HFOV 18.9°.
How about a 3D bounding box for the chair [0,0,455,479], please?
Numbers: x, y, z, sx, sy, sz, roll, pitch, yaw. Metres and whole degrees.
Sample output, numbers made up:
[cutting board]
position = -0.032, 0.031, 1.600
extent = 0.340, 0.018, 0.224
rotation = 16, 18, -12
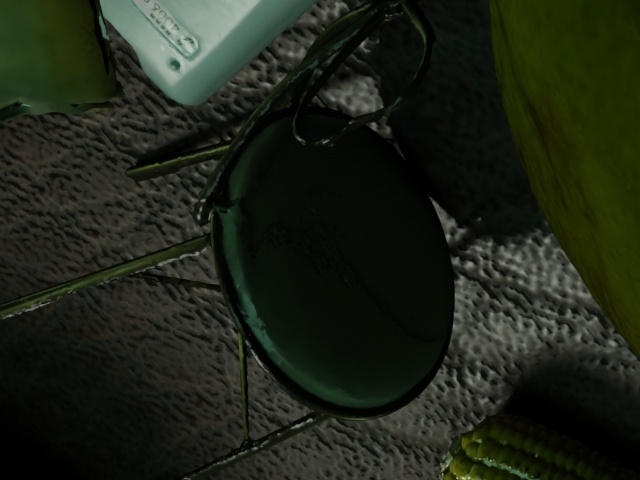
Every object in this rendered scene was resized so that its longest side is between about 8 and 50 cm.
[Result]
[chair]
position = 0.000, 0.000, 0.861
extent = 0.325, 0.160, 0.170
rotation = -23, 109, 46

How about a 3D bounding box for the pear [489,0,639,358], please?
[pear]
position = 0.193, -0.046, 0.623
extent = 0.321, 0.269, 0.269
rotation = 43, 139, 20

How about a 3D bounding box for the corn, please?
[corn]
position = 0.150, 0.149, 0.930
extent = 0.203, 0.072, 0.072
rotation = 28, 135, 14

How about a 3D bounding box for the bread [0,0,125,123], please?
[bread]
position = -0.195, -0.201, 0.703
extent = 0.315, 0.248, 0.279
rotation = 94, 156, -58

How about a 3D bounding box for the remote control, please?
[remote control]
position = -0.017, -0.157, 0.825
extent = 0.103, 0.051, 0.293
rotation = 48, 138, -6

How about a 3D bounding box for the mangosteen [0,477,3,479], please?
[mangosteen]
position = -0.268, 0.276, 1.189
extent = 0.311, 0.311, 0.311
rotation = 19, 132, 23
